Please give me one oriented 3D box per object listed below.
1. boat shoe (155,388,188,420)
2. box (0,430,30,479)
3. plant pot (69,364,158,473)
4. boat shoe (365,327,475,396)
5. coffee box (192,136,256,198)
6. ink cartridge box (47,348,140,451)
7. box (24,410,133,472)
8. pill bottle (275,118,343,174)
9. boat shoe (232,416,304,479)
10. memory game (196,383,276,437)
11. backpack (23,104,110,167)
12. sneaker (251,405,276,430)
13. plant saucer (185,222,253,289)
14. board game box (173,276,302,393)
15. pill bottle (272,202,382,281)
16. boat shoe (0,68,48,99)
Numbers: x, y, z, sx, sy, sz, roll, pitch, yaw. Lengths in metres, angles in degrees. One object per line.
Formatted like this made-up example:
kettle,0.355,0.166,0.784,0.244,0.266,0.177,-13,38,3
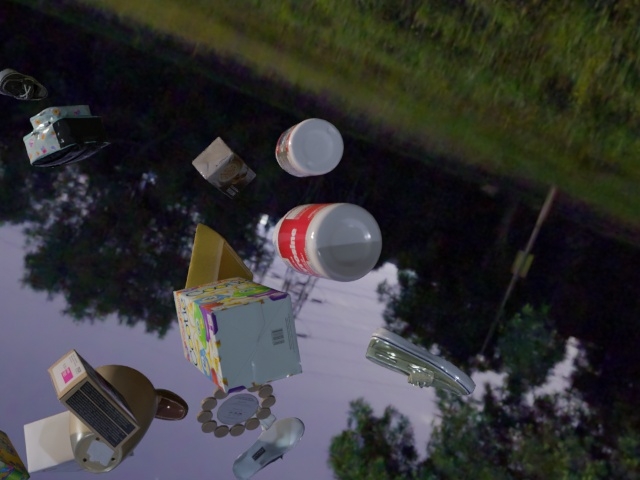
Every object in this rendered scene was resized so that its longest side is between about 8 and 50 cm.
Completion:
boat shoe,-0.670,0.625,2.648,0.324,0.123,0.116,15,-176,0
box,-0.981,0.615,1.794,0.177,0.290,0.279,41,163,32
plant pot,-0.609,0.530,1.976,0.256,0.256,0.274,20,-168,-12
boat shoe,0.260,0.341,1.833,0.302,0.094,0.109,27,162,11
coffee box,-0.355,-0.267,2.582,0.098,0.141,0.246,48,-179,20
ink cartridge box,-0.554,0.384,1.682,0.193,0.088,0.235,54,164,-23
box,-0.861,0.723,2.486,0.215,0.168,0.345,-19,159,8
pill bottle,-0.044,-0.272,2.070,0.161,0.161,0.283,19,178,-15
boat shoe,-0.170,0.726,2.421,0.113,0.306,0.105,46,-173,15
memory game,-0.189,0.379,1.560,0.186,0.186,0.012,18,-155,-35
backpack,-0.668,-0.266,1.781,0.188,0.144,0.166,-25,-179,32
sneaker,-0.219,0.579,2.301,0.152,0.061,0.054,38,159,-15
plant saucer,-0.312,0.156,2.243,0.081,0.332,0.332,-9,144,18
board game box,-0.159,0.161,1.258,0.142,0.144,0.275,-12,-172,-23
pill bottle,0.000,0.000,2.130,0.229,0.229,0.408,19,174,-23
boat shoe,-0.905,-0.467,2.096,0.070,0.077,0.219,32,-167,3
